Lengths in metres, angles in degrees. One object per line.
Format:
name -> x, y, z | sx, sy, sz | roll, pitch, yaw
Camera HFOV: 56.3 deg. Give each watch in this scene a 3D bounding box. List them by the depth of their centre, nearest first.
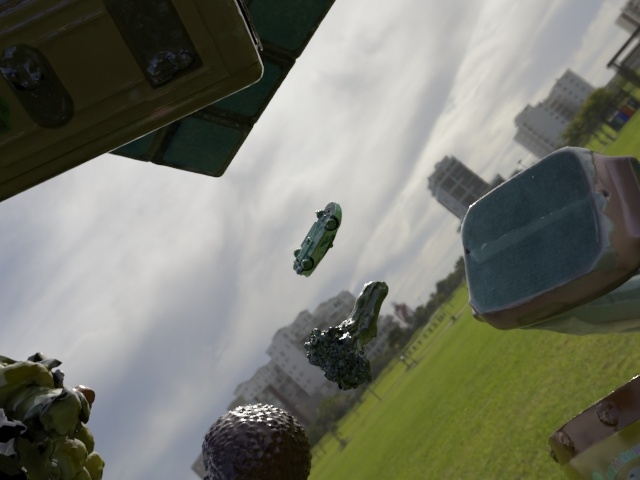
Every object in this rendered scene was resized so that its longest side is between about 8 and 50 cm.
watch -> 0.311, 0.020, 0.645 | 0.253, 0.241, 0.161 | -35, 44, 45

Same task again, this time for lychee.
lychee -> -0.139, 0.488, 1.300 | 0.260, 0.261, 0.260 | -46, -12, -13

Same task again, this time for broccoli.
broccoli -> 0.085, 0.198, 1.390 | 0.145, 0.165, 0.304 | -54, 1, 45

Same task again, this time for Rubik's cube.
Rubik's cube -> -0.204, -0.298, 0.681 | 0.301, 0.303, 0.305 | 9, -43, -35

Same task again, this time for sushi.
sushi -> -0.378, 0.294, 0.648 | 0.328, 0.328, 0.285 | -13, 11, 23

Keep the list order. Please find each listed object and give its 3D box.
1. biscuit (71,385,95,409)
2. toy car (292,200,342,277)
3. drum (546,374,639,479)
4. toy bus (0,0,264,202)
biscuit -> -0.579, 0.411, 1.286 | 0.192, 0.036, 0.186 | 5, -81, -67
toy car -> 0.000, 0.000, 1.350 | 0.186, 0.058, 0.093 | -59, 22, 6
drum -> 0.516, 0.243, 0.730 | 0.431, 0.214, 0.431 | -21, -32, -14
toy bus -> -0.190, -0.120, 0.431 | 0.290, 0.139, 0.157 | -23, 26, 2
